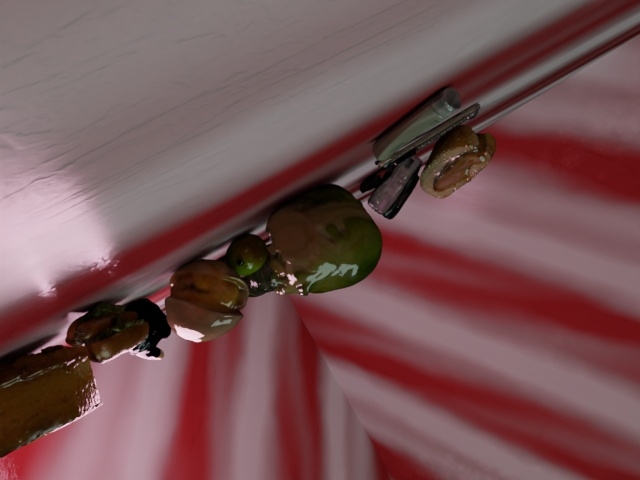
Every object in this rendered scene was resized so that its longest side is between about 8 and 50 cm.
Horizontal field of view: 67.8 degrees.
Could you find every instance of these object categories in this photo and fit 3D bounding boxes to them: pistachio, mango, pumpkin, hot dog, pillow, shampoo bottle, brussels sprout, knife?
[{"bbox_3d":[-0.311,0.170,1.310,0.229,0.230,0.309,-29,180,-34],"label":"pistachio"},{"bbox_3d":[-0.214,0.042,1.387,0.125,0.111,0.233,-25,180,-4],"label":"mango"},{"bbox_3d":[-0.231,0.115,2.006,0.300,0.207,0.300,-21,-169,4],"label":"pumpkin"},{"bbox_3d":[-0.500,0.210,1.148,0.100,0.135,0.337,-51,-178,-6],"label":"hot dog"},{"bbox_3d":[0.188,-0.215,1.798,0.090,0.048,0.150,-24,-177,13],"label":"pillow"},{"bbox_3d":[0.190,-0.232,0.968,0.072,0.049,0.212,-24,175,-39],"label":"shampoo bottle"},{"bbox_3d":[0.000,0.000,1.256,0.314,0.276,0.371,-17,173,5],"label":"brussels sprout"},{"bbox_3d":[0.328,-0.306,1.436,0.365,0.043,0.089,-30,180,-1],"label":"knife"}]

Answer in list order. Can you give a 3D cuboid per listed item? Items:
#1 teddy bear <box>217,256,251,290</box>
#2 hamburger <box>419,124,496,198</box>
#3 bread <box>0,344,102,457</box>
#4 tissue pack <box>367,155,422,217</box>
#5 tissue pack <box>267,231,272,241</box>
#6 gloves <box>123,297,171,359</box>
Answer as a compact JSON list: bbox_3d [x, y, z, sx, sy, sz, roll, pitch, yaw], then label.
[{"bbox_3d":[-0.345,0.125,1.689,0.190,0.140,0.177,-21,150,-17],"label":"teddy bear"},{"bbox_3d":[0.495,-0.314,1.743,0.209,0.162,0.330,-66,-174,-31],"label":"hamburger"},{"bbox_3d":[-0.763,0.411,1.199,0.398,0.215,0.398,-26,175,-2],"label":"bread"},{"bbox_3d":[0.285,-0.201,1.778,0.245,0.123,0.332,-55,174,7],"label":"tissue pack"},{"bbox_3d":[-0.106,-0.049,1.628,0.156,0.051,0.112,-30,-178,-8],"label":"tissue pack"},{"bbox_3d":[-0.553,0.289,1.512,0.152,0.197,0.301,-18,173,-23],"label":"gloves"}]
